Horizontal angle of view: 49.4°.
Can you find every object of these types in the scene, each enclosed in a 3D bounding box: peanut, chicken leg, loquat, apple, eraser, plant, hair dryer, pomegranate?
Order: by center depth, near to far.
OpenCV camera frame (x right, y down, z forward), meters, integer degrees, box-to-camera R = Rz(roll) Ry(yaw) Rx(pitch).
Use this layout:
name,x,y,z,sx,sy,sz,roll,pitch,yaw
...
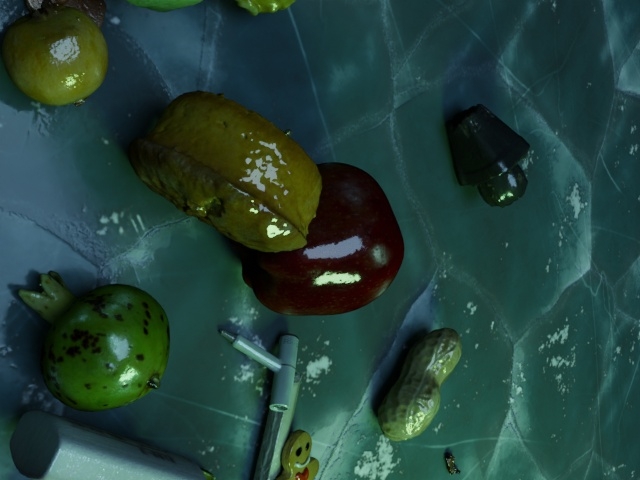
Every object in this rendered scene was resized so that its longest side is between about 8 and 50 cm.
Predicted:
name,x,y,z,sx,sy,sz,roll,pitch,yaw
loquat,-0.395,-0.279,1.040,0.163,0.137,0.163,-9,121,-15
eraser,-0.326,0.351,1.085,0.270,0.174,0.094,32,73,-36
pomegranate,-0.355,0.154,1.103,0.263,0.211,0.211,39,64,9
apple,0.000,0.000,1.310,0.317,0.288,0.288,-14,103,-27
hair dryer,-0.129,0.235,1.355,0.183,0.044,0.154,24,51,-25
peanut,0.237,0.331,1.623,0.120,0.136,0.298,43,68,-30
plant,0.411,-0.204,1.696,0.142,0.164,0.256,-38,105,-30
chicken leg,0.341,0.587,1.807,0.036,0.021,0.083,-45,121,-37

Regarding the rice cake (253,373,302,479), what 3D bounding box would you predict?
name,x,y,z,sx,sy,sz,roll,pitch,yaw
rice cake,-0.089,0.394,1.417,0.057,0.052,0.256,16,85,-42

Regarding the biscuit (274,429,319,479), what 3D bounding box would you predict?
name,x,y,z,sx,sy,sz,roll,pitch,yaw
biscuit,-0.047,0.508,1.439,0.158,0.035,0.240,-18,114,-56

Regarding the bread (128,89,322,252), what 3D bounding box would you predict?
name,x,y,z,sx,sy,sz,roll,pitch,yaw
bread,-0.153,-0.124,1.114,0.194,0.340,0.179,-56,168,-17

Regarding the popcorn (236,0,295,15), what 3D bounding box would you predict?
name,x,y,z,sx,sy,sz,roll,pitch,yaw
popcorn,-0.128,-0.514,1.226,0.203,0.200,0.226,-26,147,-6

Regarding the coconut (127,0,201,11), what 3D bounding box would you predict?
name,x,y,z,sx,sy,sz,roll,pitch,yaw
coconut,-0.255,-0.513,1.036,0.281,0.329,0.328,2,94,-67

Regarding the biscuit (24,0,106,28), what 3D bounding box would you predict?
name,x,y,z,sx,sy,sz,roll,pitch,yaw
biscuit,-0.404,-0.376,1.099,0.130,0.019,0.102,39,71,-35

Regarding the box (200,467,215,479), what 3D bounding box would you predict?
name,x,y,z,sx,sy,sz,roll,pitch,yaw
box,-0.345,0.447,1.220,0.311,0.043,0.173,35,73,-36
